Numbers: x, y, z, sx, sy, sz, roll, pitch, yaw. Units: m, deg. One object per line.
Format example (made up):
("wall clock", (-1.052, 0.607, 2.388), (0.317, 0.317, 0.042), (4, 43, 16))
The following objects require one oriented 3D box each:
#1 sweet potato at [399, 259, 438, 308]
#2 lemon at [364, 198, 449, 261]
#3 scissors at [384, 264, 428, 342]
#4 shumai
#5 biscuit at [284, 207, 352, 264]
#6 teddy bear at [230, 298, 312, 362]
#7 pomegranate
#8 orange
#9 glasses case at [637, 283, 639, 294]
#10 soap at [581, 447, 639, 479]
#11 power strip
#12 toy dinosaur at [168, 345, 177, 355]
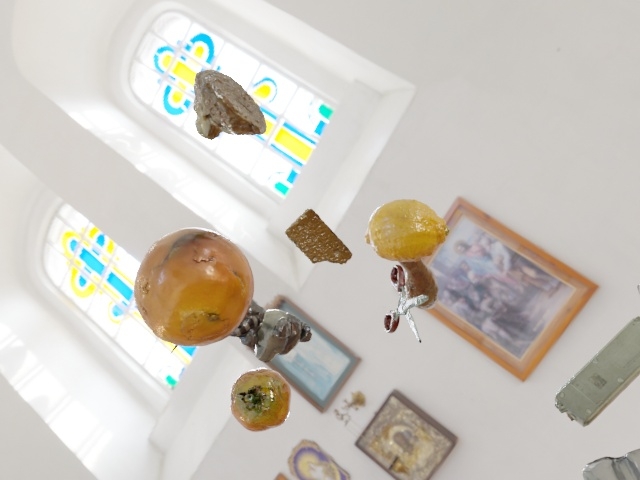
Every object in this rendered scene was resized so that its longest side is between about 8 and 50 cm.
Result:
("sweet potato", (0.273, 0.104, 1.590), (0.109, 0.109, 0.385), (-50, -37, -13))
("lemon", (0.189, -0.021, 1.238), (0.142, 0.187, 0.142), (-2, -90, -78))
("scissors", (0.163, 0.128, 1.081), (0.248, 0.017, 0.144), (-151, 68, -83))
("shumai", (-0.238, -0.306, 1.342), (0.153, 0.161, 0.210), (-29, -37, 29))
("biscuit", (-0.005, 0.011, 1.926), (0.131, 0.237, 0.026), (-46, 17, -11))
("teddy bear", (-0.153, 0.234, 1.457), (0.171, 0.251, 0.144), (90, -157, -78))
("pomegranate", (-0.195, 0.516, 1.819), (0.210, 0.210, 0.235), (-52, -11, -9))
("orange", (-0.260, 0.096, 1.161), (0.246, 0.246, 0.246), (-45, -24, -26))
("glasses case", (0.913, 0.105, 1.301), (0.300, 0.114, 0.060), (-16, -42, 9))
("soap", (0.742, 0.588, 1.039), (0.351, 0.212, 0.435), (-25, 20, 11))
("power strip", (0.575, 0.256, 1.110), (0.272, 0.078, 0.052), (-41, -37, -7))
("toy dinosaur", (-0.309, 0.210, 1.272), (0.026, 0.041, 0.113), (34, -116, -29))
